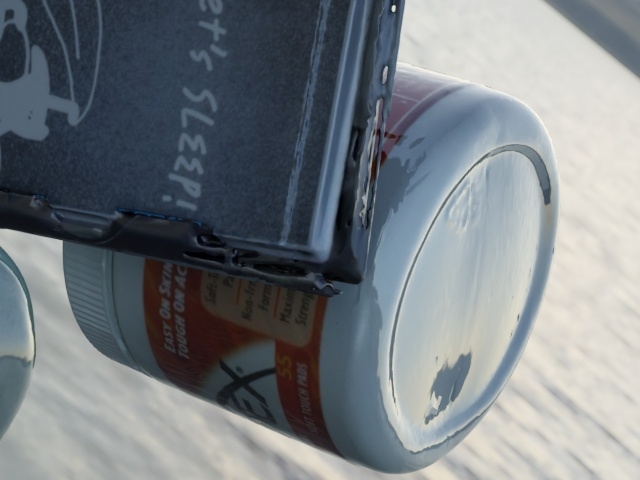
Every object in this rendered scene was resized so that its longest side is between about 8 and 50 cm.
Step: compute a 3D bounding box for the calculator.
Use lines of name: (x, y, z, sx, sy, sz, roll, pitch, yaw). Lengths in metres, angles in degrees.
calculator: (-0.089, -0.076, 0.841, 0.274, 0.165, 0.028, 11, 3, 30)

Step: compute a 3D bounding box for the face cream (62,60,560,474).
face cream: (0.000, 0.000, 0.945, 0.187, 0.201, 0.201, 19, 0, 29)

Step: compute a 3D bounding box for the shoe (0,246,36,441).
shoe: (-0.145, 0.085, 0.509, 0.079, 0.195, 0.078, 41, 1, -31)
